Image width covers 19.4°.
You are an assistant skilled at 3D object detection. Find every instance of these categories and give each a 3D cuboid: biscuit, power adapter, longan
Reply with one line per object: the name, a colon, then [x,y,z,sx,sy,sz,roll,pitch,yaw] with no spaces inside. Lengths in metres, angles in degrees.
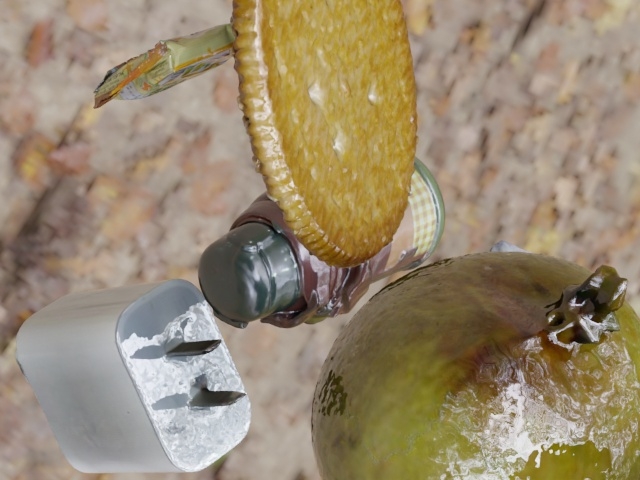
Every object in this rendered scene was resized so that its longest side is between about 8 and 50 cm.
biscuit: [0.004,-0.127,1.423,0.305,0.038,0.305,-7,90,-65]
power adapter: [-0.172,0.138,1.903,0.124,0.255,0.187,-35,107,-39]
longan: [0.075,0.068,0.797,0.154,0.145,0.176,-78,-165,-46]

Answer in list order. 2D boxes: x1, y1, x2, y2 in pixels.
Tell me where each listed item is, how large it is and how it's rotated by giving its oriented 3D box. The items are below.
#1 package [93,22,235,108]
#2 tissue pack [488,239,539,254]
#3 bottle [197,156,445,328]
package: [-0.106,-0.140,1.443,0.121,0.108,0.031,-25,91,-40]
tissue pack: [0.110,0.234,1.589,0.288,0.124,0.394,-66,176,-47]
bottle: [0.000,0.000,1.795,0.271,0.143,0.156,-26,132,-46]
